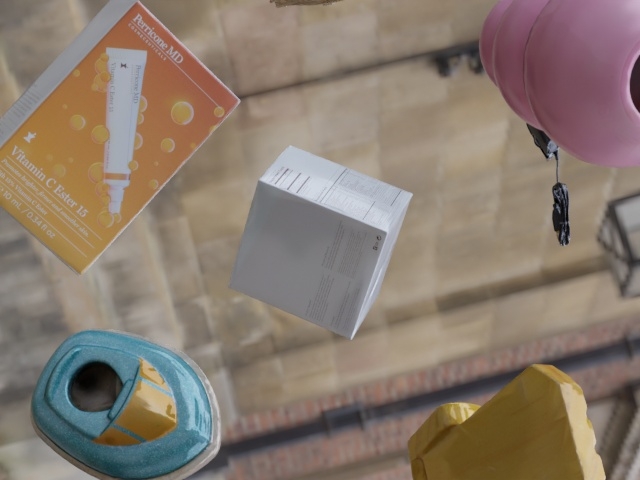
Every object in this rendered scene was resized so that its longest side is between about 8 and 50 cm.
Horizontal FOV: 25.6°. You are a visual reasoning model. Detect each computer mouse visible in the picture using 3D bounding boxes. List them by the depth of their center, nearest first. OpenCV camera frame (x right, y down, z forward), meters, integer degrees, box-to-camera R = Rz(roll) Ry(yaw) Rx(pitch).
[{"bbox_3d":[0.308,-0.104,1.916,0.071,0.041,0.242,83,3,-63],"label":"computer mouse"}]

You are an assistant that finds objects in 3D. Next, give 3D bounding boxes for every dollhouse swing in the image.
[{"bbox_3d":[0.283,0.334,1.537,0.305,0.315,0.347,-37,-130,38],"label":"dollhouse swing"}]

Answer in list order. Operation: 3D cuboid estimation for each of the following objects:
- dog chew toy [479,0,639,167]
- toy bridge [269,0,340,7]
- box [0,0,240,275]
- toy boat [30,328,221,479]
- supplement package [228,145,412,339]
[{"bbox_3d":[0.280,-0.199,1.516,0.332,0.206,0.207,-143,-142,-64],"label":"dog chew toy"},{"bbox_3d":[0.016,-0.336,1.903,0.063,0.188,0.026,-50,130,-58],"label":"toy bridge"},{"bbox_3d":[-0.323,-0.156,2.049,0.215,0.345,0.168,43,-5,-22],"label":"box"},{"bbox_3d":[-0.271,0.262,1.748,0.318,0.267,0.148,-67,157,-18],"label":"toy boat"},{"bbox_3d":[0.000,0.000,2.088,0.149,0.203,0.194,-54,164,-59],"label":"supplement package"}]
